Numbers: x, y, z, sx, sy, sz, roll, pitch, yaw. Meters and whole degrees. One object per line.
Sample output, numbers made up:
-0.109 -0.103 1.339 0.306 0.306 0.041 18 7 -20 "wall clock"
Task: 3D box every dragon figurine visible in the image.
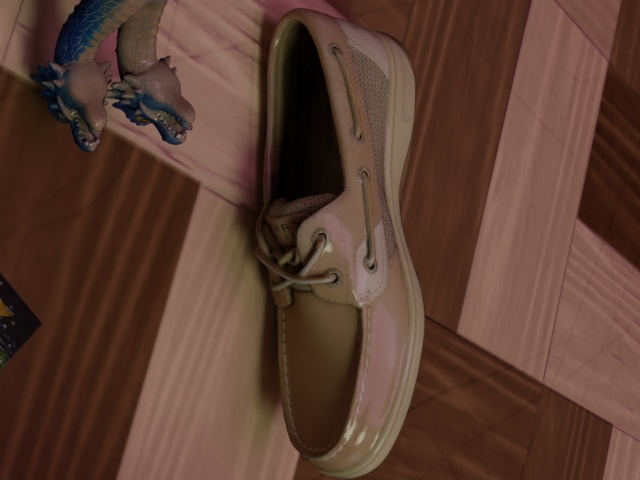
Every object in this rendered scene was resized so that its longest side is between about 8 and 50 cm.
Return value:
-0.128 -0.187 0.643 0.085 0.144 0.289 -27 94 -46 "dragon figurine"

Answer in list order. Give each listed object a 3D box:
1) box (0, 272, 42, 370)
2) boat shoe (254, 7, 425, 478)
-0.223 -0.008 0.452 0.233 0.044 0.159 54 32 -15 "box"
0.000 0.000 0.810 0.098 0.109 0.302 13 76 -46 "boat shoe"
